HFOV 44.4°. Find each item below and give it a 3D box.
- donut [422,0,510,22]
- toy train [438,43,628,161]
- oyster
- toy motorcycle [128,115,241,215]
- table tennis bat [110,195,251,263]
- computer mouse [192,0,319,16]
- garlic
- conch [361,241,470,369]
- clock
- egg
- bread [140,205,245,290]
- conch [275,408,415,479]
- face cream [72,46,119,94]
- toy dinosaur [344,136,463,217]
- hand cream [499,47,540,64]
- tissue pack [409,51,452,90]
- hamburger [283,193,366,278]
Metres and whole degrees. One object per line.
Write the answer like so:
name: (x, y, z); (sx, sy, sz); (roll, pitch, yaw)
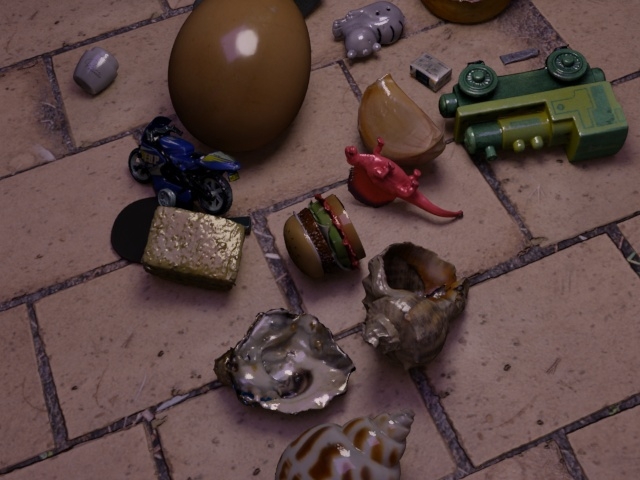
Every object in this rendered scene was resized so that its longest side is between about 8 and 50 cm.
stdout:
donut: (0.358, -0.649, 1.938); (0.277, 0.108, 0.278); (-2, 58, 3)
toy train: (0.446, -0.274, 1.693); (0.368, 0.150, 0.237); (-10, 65, 0)
oyster: (-0.061, 0.236, 1.455); (0.214, 0.083, 0.223); (-42, 70, -15)
toy motorcycle: (-0.294, -0.162, 1.647); (0.315, 0.169, 0.113); (22, 28, 30)
table tennis bat: (-0.297, -0.029, 1.665); (0.300, 0.022, 0.174); (-3, 58, 4)
computer mouse: (-0.147, -0.583, 1.931); (0.370, 0.122, 0.188); (-37, 66, -24)
garlic: (0.174, -0.239, 1.670); (0.145, 0.164, 0.245); (-18, 48, -30)
conch: (0.158, 0.130, 1.464); (0.210, 0.159, 0.291); (48, 33, 18)
clock: (0.128, -0.498, 1.882); (0.176, 0.080, 0.117); (-21, 59, -7)
egg: (-0.171, -0.376, 1.690); (0.300, 0.301, 0.374); (10, 84, 10)
bread: (-0.249, 0.020, 1.572); (0.196, 0.102, 0.138); (10, 77, 1)
conch: (0.044, 0.377, 1.321); (0.274, 0.149, 0.183); (-31, 66, -11)
face cream: (-0.536, -0.404, 1.870); (0.091, 0.091, 0.095); (27, 72, 19)
toy dinosaur: (0.148, -0.096, 1.631); (0.286, 0.139, 0.070); (37, 35, -17)
hand cream: (0.473, -0.439, 1.857); (0.093, 0.019, 0.030); (-13, 57, -1)
tissue pack: (0.257, -0.394, 1.831); (0.083, 0.042, 0.062); (39, 67, 23)
hamburger: (-0.001, -0.002, 1.549); (0.136, 0.175, 0.175); (-25, 60, -4)
